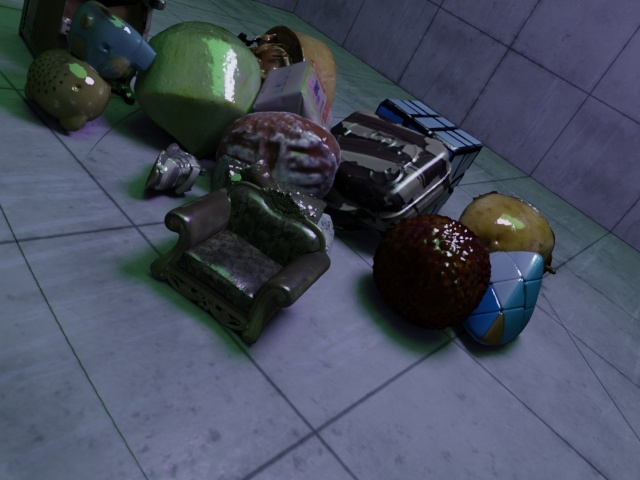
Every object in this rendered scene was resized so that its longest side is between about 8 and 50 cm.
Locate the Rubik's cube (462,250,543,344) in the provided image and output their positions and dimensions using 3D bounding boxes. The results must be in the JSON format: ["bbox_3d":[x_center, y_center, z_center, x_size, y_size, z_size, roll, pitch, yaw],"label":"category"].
[{"bbox_3d":[0.416,0.133,1.227,0.254,0.255,0.254,23,28,-13],"label":"Rubik's cube"}]

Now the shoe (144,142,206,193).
[{"bbox_3d":[-0.303,-0.140,1.146,0.092,0.089,0.180,27,20,-10],"label":"shoe"}]

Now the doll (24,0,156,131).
[{"bbox_3d":[-0.507,-0.371,1.168,0.177,0.261,0.161,38,-1,13],"label":"doll"}]

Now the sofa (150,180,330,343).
[{"bbox_3d":[-0.128,0.017,0.936,0.258,0.182,0.200,34,28,9],"label":"sofa"}]

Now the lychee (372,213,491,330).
[{"bbox_3d":[0.239,0.058,1.164,0.260,0.261,0.261,23,28,-13],"label":"lychee"}]

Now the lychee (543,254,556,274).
[{"bbox_3d":[0.669,0.064,1.698,0.114,0.114,0.146,1,24,-42],"label":"lychee"}]

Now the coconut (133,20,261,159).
[{"bbox_3d":[-0.292,-0.357,1.331,0.281,0.329,0.328,-4,3,39],"label":"coconut"}]

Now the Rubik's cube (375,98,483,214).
[{"bbox_3d":[0.283,-0.245,1.667,0.283,0.289,0.293,37,26,16],"label":"Rubik's cube"}]

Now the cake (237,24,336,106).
[{"bbox_3d":[-0.163,-0.475,1.592,0.320,0.332,0.332,2,38,-39],"label":"cake"}]

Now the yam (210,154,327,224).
[{"bbox_3d":[-0.117,-0.068,1.140,0.254,0.154,0.154,25,27,-18],"label":"yam"}]

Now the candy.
[{"bbox_3d":[-0.099,-0.181,1.244,0.289,0.215,0.157,3,31,3],"label":"candy"}]

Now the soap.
[{"bbox_3d":[-0.063,-0.321,1.355,0.138,0.182,0.200,-10,38,18],"label":"soap"}]

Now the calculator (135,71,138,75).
[{"bbox_3d":[-0.566,-0.536,1.617,0.100,0.032,0.175,16,31,-25],"label":"calculator"}]

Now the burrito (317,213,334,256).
[{"bbox_3d":[0.000,-0.001,1.224,0.064,0.064,0.203,27,27,-5],"label":"burrito"}]

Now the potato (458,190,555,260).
[{"bbox_3d":[0.516,-0.010,1.585,0.285,0.243,0.242,47,31,17],"label":"potato"}]

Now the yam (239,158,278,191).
[{"bbox_3d":[-0.081,-0.031,1.044,0.253,0.061,0.061,67,27,-10],"label":"yam"}]

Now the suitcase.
[{"bbox_3d":[0.121,-0.157,1.407,0.339,0.194,0.351,-40,53,-23],"label":"suitcase"}]

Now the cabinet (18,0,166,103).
[{"bbox_3d":[-0.579,-0.562,1.370,0.227,0.290,0.318,-1,40,-45],"label":"cabinet"}]
